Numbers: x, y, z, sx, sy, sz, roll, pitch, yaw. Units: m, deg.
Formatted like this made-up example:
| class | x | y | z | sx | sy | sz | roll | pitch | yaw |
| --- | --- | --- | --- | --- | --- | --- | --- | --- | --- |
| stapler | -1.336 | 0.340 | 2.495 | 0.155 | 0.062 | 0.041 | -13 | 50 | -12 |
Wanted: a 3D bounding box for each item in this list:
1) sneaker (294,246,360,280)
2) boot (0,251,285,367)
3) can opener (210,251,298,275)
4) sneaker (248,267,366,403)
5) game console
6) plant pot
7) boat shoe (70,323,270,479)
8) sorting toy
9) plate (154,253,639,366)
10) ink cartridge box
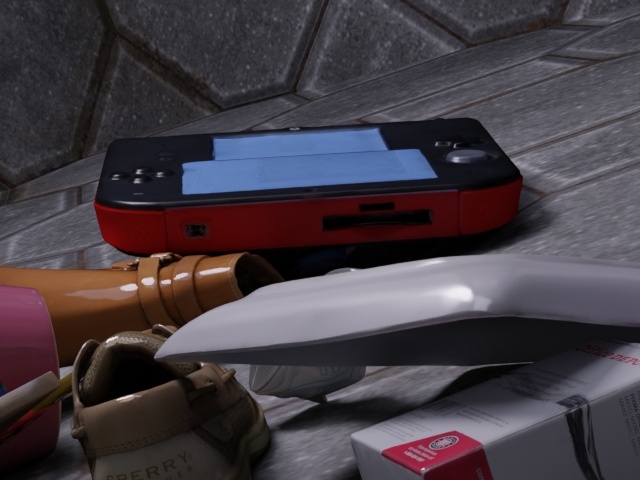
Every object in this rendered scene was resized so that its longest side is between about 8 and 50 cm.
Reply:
| class | x | y | z | sx | sy | sz | roll | pitch | yaw |
| --- | --- | --- | --- | --- | --- | --- | --- | --- | --- |
| sneaker | 0.000 | 0.000 | 1.855 | 0.053 | 0.059 | 0.144 | -14 | 10 | 10 |
| boot | -0.169 | 0.062 | 1.622 | 0.220 | 0.109 | 0.283 | -9 | -9 | 22 |
| can opener | -0.065 | -0.002 | 1.903 | 0.074 | 0.093 | 0.280 | 1 | 16 | 29 |
| sneaker | 0.011 | 0.065 | 1.299 | 0.061 | 0.053 | 0.152 | 19 | -35 | -23 |
| game console | -0.017 | -0.065 | 1.843 | 0.387 | 0.060 | 0.342 | -3 | 18 | -3 |
| plant pot | -0.295 | 0.107 | 1.438 | 0.180 | 0.201 | 0.201 | -5 | 4 | -20 |
| boat shoe | -0.101 | 0.106 | 1.245 | 0.122 | 0.110 | 0.341 | -19 | 9 | -5 |
| sorting toy | -0.252 | 0.124 | 1.255 | 0.132 | 0.046 | 0.274 | -38 | -5 | 33 |
| plate | 0.091 | 0.043 | 1.124 | 0.277 | 0.045 | 0.278 | 5 | -10 | -42 |
| ink cartridge box | 0.106 | 0.107 | 0.974 | 0.150 | 0.063 | 0.109 | -20 | 9 | -15 |
